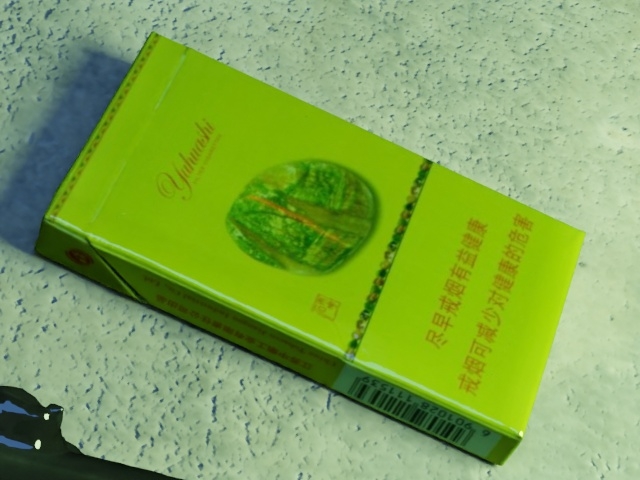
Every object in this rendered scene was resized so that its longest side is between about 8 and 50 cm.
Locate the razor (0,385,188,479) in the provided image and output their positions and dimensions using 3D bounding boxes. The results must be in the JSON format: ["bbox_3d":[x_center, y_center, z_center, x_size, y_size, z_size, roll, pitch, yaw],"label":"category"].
[{"bbox_3d":[-0.080,0.208,0.911,0.326,0.107,0.189,20,53,-3],"label":"razor"}]

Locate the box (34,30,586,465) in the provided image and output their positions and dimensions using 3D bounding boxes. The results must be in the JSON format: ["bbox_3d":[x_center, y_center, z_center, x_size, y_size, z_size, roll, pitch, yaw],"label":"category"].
[{"bbox_3d":[0.000,0.000,1.122,0.335,0.047,0.187,25,53,-2],"label":"box"}]
